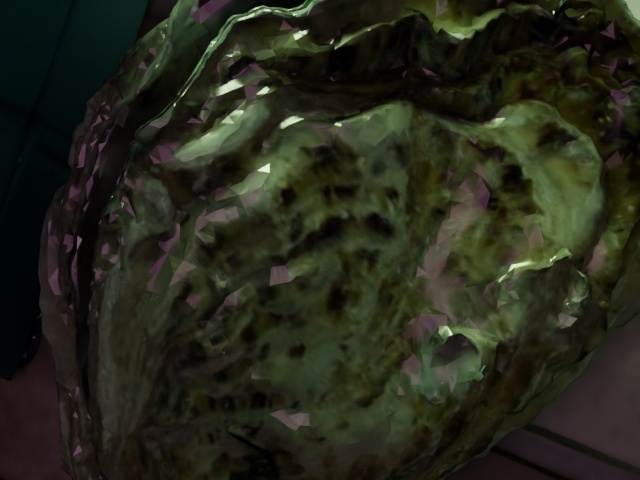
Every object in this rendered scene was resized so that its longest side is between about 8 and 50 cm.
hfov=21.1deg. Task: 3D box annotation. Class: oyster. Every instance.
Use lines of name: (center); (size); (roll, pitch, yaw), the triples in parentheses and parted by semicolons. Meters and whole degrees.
oyster: (0.000, 0.000, 0.601); (0.268, 0.112, 0.198); (-31, 101, 0)

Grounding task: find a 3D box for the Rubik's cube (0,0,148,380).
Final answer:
Rubik's cube: (-0.200, -0.091, 0.581); (0.221, 0.224, 0.231); (18, 88, 12)
